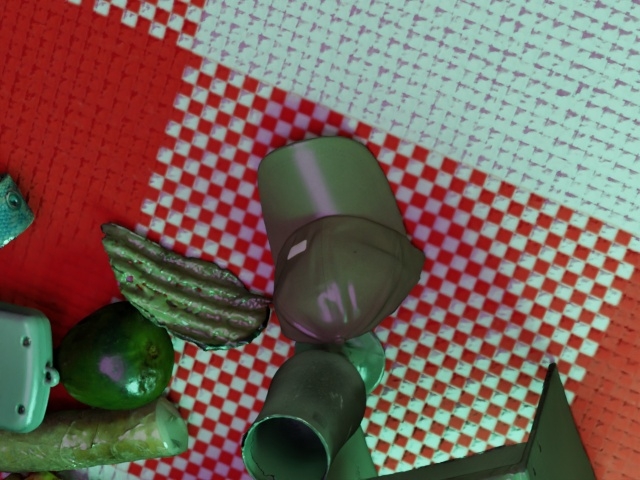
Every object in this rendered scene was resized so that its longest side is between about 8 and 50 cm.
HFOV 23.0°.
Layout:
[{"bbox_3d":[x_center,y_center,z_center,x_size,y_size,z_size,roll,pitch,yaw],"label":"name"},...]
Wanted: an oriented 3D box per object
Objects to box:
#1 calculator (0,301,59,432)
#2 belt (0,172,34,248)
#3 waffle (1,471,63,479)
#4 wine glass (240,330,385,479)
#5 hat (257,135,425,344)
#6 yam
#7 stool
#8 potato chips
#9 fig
[{"bbox_3d":[-0.389,0.129,1.731,0.246,0.045,0.141,9,99,27],"label":"calculator"},{"bbox_3d":[-0.448,0.011,1.719,0.302,0.087,0.072,-22,116,21],"label":"belt"},{"bbox_3d":[-0.325,0.429,1.808,0.261,0.151,0.324,37,111,3],"label":"waffle"},{"bbox_3d":[-0.006,0.164,1.580,0.103,0.231,0.103,5,110,14],"label":"wine glass"},{"bbox_3d":[0.000,0.000,1.581,0.166,0.144,0.173,-17,128,17],"label":"hat"},{"bbox_3d":[-0.322,0.221,1.769,0.357,0.081,0.081,-7,108,15],"label":"yam"},{"bbox_3d":[0.130,0.267,1.564,0.244,0.269,0.170,-15,104,19],"label":"stool"},{"bbox_3d":[-0.153,0.053,1.663,0.207,0.028,0.092,26,70,0],"label":"potato chips"},{"bbox_3d":[-0.245,0.134,1.706,0.177,0.117,0.117,-13,106,29],"label":"fig"}]
